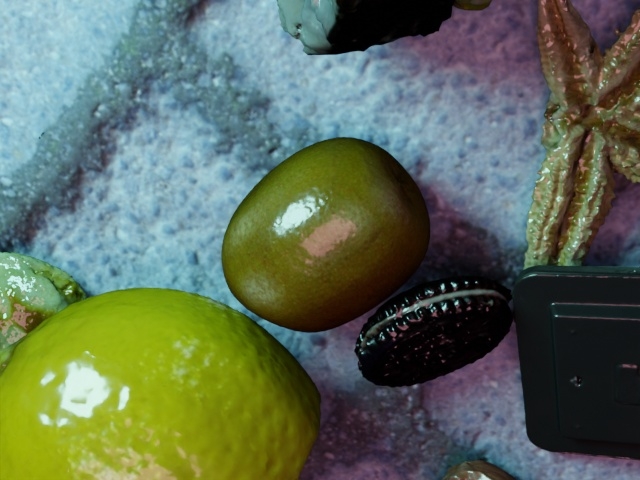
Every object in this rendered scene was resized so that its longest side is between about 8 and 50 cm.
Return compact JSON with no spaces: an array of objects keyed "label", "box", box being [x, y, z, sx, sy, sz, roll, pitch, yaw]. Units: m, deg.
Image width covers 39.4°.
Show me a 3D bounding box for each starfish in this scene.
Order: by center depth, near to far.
[{"label":"starfish","box":[0.360,-0.097,0.956,0.324,0.082,0.431,-5,111,7]}]

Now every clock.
[{"label":"clock","box":[0.358,0.147,0.989,0.274,0.049,0.278,0,124,21]}]

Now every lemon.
[{"label":"lemon","box":[-0.202,0.207,0.985,0.364,0.364,0.364,2,108,6]}]

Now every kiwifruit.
[{"label":"kiwifruit","box":[0.000,0.000,0.974,0.234,0.196,0.196,-41,99,22]}]

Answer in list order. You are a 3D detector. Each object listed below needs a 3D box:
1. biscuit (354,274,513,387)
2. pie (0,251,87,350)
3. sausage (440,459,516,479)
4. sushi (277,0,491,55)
[{"label":"biscuit","box":[0.128,0.105,1.011,0.195,0.194,0.053,-29,59,15]},{"label":"pie","box":[-0.385,0.135,1.109,0.201,0.090,0.247,12,102,-1]},{"label":"sausage","box":[0.201,0.403,1.093,0.148,0.148,0.254,9,90,4]},{"label":"sushi","box":[0.088,-0.341,0.805,0.285,0.327,0.328,-12,151,-17]}]
